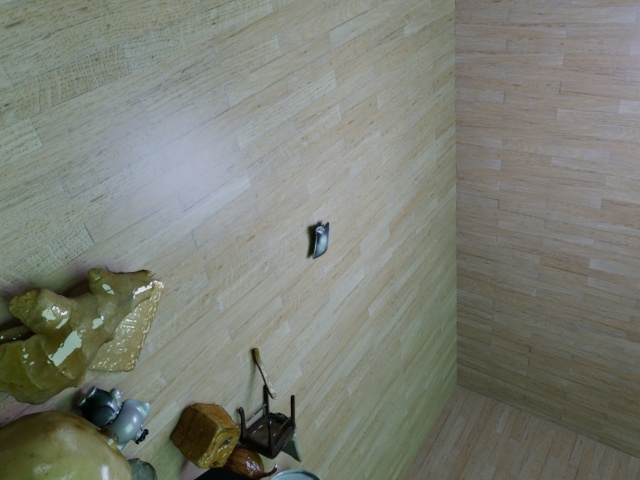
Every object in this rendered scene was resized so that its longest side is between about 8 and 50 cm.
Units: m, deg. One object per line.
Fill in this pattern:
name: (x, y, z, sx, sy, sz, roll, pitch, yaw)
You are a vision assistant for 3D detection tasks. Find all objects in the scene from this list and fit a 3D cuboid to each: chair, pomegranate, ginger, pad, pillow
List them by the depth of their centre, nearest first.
pomegranate: (-0.557, 0.513, 1.053, 0.333, 0.333, 0.332, -28, 126, -48)
ginger: (-0.544, 0.166, 1.092, 0.236, 0.166, 0.375, 46, 51, -26)
pad: (-0.255, 0.782, 1.622, 0.323, 0.055, 0.250, 17, 132, -38)
chair: (-0.178, 0.704, 1.826, 0.186, 0.160, 0.319, -34, 129, -51)
pillow: (0.002, 0.000, 1.869, 0.091, 0.055, 0.135, -77, 172, -67)

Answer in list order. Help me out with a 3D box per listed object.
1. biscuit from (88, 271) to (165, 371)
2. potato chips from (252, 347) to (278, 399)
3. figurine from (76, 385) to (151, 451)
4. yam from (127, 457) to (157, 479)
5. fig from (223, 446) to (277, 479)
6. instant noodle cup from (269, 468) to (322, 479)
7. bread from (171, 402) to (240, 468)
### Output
biscuit: (-0.489, 0.206, 1.263, 0.160, 0.030, 0.249, 25, 83, -57)
potato chips: (-0.194, 0.460, 1.753, 0.026, 0.037, 0.204, -24, 101, -30)
figurine: (-0.504, 0.436, 1.247, 0.147, 0.126, 0.192, -48, 110, -18)
yam: (-0.506, 0.735, 1.350, 0.161, 0.161, 0.268, -19, 119, -51)
fig: (-0.227, 0.795, 1.753, 0.146, 0.201, 0.133, 22, 73, -65)
instant noodle cup: (-0.092, 1.068, 1.995, 0.311, 0.311, 0.221, -20, 110, -51)
bread: (-0.343, 0.591, 1.544, 0.149, 0.143, 0.158, -58, 145, -10)
